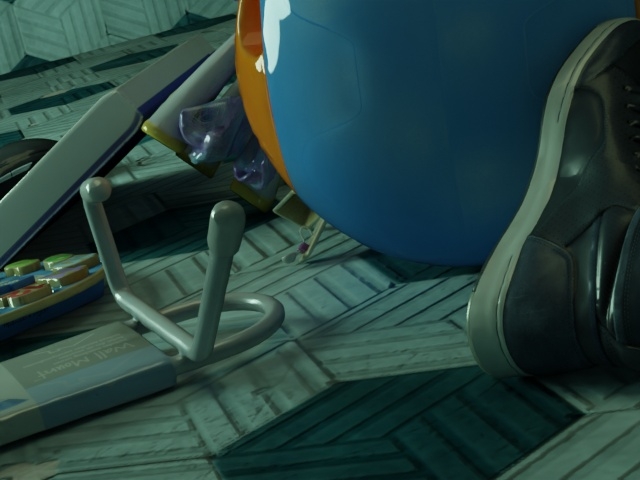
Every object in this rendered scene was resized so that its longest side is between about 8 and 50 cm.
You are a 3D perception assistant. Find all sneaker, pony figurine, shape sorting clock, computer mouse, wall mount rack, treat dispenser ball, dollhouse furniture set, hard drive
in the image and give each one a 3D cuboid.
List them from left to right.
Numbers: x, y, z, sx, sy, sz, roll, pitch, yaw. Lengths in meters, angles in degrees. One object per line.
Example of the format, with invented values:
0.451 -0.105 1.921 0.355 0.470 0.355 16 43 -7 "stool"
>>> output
-0.257 0.045 1.216 0.206 0.040 0.206 -13 13 3 "shape sorting clock"
-0.351 -0.057 1.685 0.262 0.060 0.184 -18 13 -14 "computer mouse"
-0.177 0.052 0.917 0.350 0.130 0.304 -20 15 -19 "wall mount rack"
-0.205 -0.085 1.491 0.210 0.040 0.318 -43 6 16 "hard drive"
0.000 0.000 1.210 0.081 0.091 0.114 -64 8 -19 "dollhouse furniture set"
0.002 -0.208 1.354 0.363 0.303 0.351 -56 -6 -1 "pony figurine"
0.089 -0.127 1.032 0.288 0.288 0.288 -13 13 3 "treat dispenser ball"
0.184 -0.027 0.823 0.163 0.086 0.226 -4 53 43 "sneaker"
